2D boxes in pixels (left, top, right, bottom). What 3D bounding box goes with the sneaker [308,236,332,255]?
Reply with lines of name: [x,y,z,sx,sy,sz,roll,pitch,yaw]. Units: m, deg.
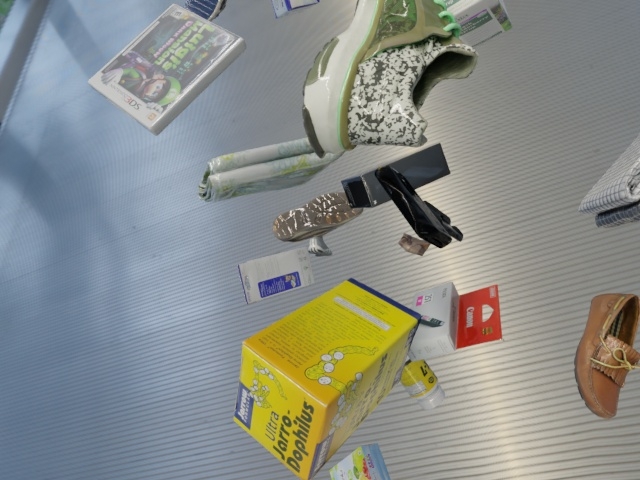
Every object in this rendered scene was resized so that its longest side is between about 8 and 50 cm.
sneaker: [0.000,0.000,1.952,0.086,0.228,0.132,-6,80,12]

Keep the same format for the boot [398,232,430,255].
boot: [0.293,0.004,1.325,0.087,0.118,0.042,32,123,15]

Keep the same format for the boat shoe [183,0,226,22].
boat shoe: [-0.242,-0.530,0.954,0.066,0.066,0.183,33,86,-4]

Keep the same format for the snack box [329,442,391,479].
snack box: [0.119,0.708,1.221,0.207,0.070,0.175,-59,39,38]

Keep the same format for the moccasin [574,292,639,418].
moccasin: [0.830,0.315,1.206,0.380,0.139,0.147,-52,8,-28]

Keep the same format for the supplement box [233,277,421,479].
supplement box: [0.025,0.252,0.867,0.195,0.356,0.194,27,121,29]

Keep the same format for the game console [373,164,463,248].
game console: [0.273,-0.057,1.065,0.044,0.361,0.213,-42,56,21]

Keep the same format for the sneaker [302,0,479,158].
sneaker: [0.135,-0.272,0.600,0.181,0.158,0.411,19,71,19]

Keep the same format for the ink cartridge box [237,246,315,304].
ink cartridge box: [-0.185,0.139,1.742,0.065,0.332,0.166,-10,92,54]

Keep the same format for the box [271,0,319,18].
box: [-0.068,-0.567,0.932,0.072,0.126,0.137,-21,24,-13]

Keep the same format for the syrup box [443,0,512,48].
syrup box: [0.296,-0.461,0.835,0.093,0.236,0.096,-20,90,33]

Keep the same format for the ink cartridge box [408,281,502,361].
ink cartridge box: [0.362,0.201,1.175,0.238,0.060,0.275,-24,14,28]

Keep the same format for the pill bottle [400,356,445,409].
pill bottle: [0.344,0.488,1.528,0.119,0.119,0.209,-36,92,3]

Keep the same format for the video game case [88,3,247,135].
video game case: [-0.232,-0.263,0.641,0.173,0.022,0.190,36,78,25]

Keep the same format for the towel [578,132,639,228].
towel: [0.762,-0.163,0.980,0.121,0.235,0.284,40,93,13]

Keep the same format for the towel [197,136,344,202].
towel: [-0.143,-0.188,1.179,0.374,0.320,0.090,-17,94,-20]

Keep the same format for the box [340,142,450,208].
box: [0.217,-0.187,1.267,0.261,0.103,0.184,-24,11,-13]

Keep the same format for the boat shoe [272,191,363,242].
boat shoe: [-0.006,-0.085,1.636,0.355,0.130,0.133,-15,73,9]
